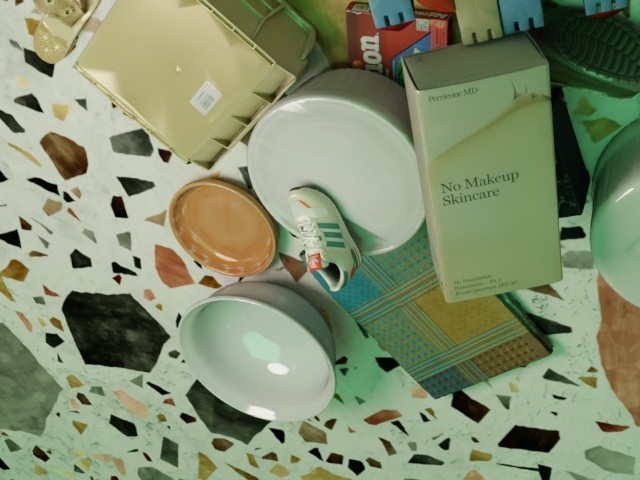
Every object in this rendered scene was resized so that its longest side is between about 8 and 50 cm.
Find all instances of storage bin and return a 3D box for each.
[{"bbox_3d":[-0.180,-0.272,1.400,0.260,0.123,0.262,40,133,-11],"label":"storage bin"}]

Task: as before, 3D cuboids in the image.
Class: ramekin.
[{"bbox_3d":[0.486,-0.023,1.274,0.277,0.135,0.277,14,133,15],"label":"ramekin"},{"bbox_3d":[0.042,-0.118,1.380,0.273,0.127,0.273,14,132,15],"label":"ramekin"}]

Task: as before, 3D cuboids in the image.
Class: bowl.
[{"bbox_3d":[-0.091,0.171,1.723,0.298,0.134,0.298,14,133,15],"label":"bowl"}]

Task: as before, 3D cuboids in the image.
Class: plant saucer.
[{"bbox_3d":[-0.162,-0.025,1.659,0.200,0.037,0.200,14,131,16],"label":"plant saucer"}]

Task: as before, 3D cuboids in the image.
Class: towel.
[{"bbox_3d":[0.169,0.099,1.603,0.370,0.040,0.271,46,132,-17],"label":"towel"}]

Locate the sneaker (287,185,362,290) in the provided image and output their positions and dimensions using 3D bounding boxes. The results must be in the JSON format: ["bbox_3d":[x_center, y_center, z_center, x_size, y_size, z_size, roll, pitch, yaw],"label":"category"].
[{"bbox_3d":[0.000,0.000,1.360,0.057,0.075,0.161,-13,122,35],"label":"sneaker"}]

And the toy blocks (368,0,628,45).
[{"bbox_3d":[0.186,-0.349,1.113,0.381,0.190,0.261,-11,131,12],"label":"toy blocks"}]

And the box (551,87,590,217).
[{"bbox_3d":[0.269,-0.110,1.338,0.158,0.093,0.156,-9,123,30],"label":"box"}]

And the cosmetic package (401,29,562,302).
[{"bbox_3d":[0.204,-0.086,1.214,0.160,0.113,0.309,-12,124,2],"label":"cosmetic package"}]

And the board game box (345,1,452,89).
[{"bbox_3d":[0.112,-0.197,1.386,0.145,0.027,0.281,11,132,19],"label":"board game box"}]

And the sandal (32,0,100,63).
[{"bbox_3d":[-0.396,-0.346,1.471,0.088,0.079,0.240,33,134,-3],"label":"sandal"}]

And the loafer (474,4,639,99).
[{"bbox_3d":[0.298,-0.238,1.230,0.251,0.094,0.087,25,159,18],"label":"loafer"}]
